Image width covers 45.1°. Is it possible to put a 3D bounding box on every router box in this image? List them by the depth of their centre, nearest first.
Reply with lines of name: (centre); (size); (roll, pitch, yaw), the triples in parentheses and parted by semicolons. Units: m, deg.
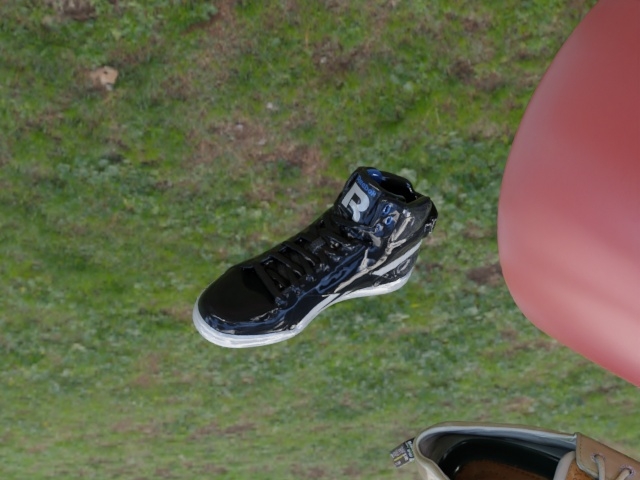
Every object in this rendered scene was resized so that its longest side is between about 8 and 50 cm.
router box: (0.197, 0.413, 1.538); (0.092, 0.038, 0.122); (-19, 160, -16)

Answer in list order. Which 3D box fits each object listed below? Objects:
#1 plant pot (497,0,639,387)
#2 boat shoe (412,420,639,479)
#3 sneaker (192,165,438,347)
plant pot: (0.268, 0.001, 0.388); (0.275, 0.243, 0.274); (-14, 124, -22)
boat shoe: (0.195, 0.204, 0.557); (0.302, 0.113, 0.103); (1, 144, 44)
sneaker: (0.000, 0.000, 0.613); (0.217, 0.079, 0.121); (-19, 143, -36)
